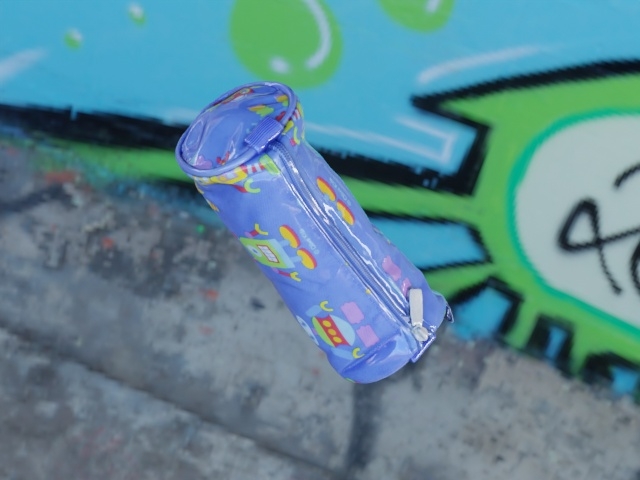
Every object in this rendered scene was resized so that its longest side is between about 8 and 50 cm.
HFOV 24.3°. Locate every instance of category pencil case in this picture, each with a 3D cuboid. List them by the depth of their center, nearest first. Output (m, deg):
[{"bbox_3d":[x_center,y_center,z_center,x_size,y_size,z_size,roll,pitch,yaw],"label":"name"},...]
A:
[{"bbox_3d":[0.000,0.000,1.333,0.133,0.306,0.119,10,54,52],"label":"pencil case"}]
